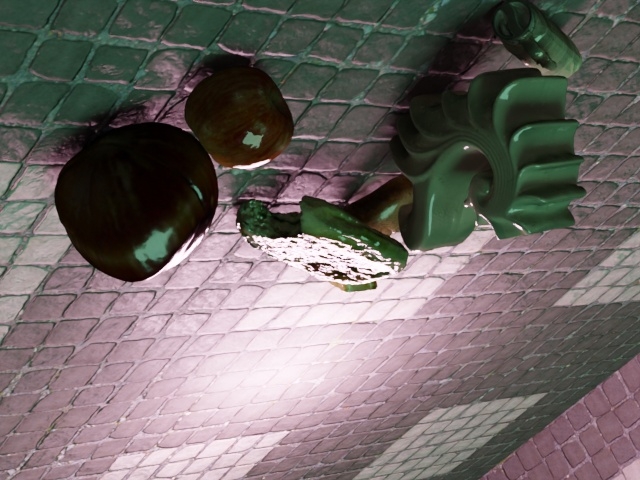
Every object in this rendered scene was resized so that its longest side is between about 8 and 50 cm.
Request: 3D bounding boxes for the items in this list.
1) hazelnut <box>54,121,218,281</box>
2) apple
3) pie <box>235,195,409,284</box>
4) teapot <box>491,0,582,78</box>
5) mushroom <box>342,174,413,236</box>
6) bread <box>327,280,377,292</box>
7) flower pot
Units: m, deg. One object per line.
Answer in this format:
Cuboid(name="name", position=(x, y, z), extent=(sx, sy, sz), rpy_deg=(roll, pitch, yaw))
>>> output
Cuboid(name="hazelnut", position=(-0.252, -0.064, 1.800), extent=(0.229, 0.229, 0.229), rpy_deg=(-21, 154, -11))
Cuboid(name="apple", position=(-0.114, -0.169, 1.782), extent=(0.131, 0.146, 0.146), rpy_deg=(-25, 155, 11))
Cuboid(name="pie", position=(0.005, 0.003, 2.143), extent=(0.303, 0.067, 0.302), rpy_deg=(10, 163, 3))
Cuboid(name="teapot", position=(0.340, -0.298, 1.992), extent=(0.077, 0.107, 0.200), rpy_deg=(-35, 152, 21))
Cuboid(name="mushroom", position=(0.095, -0.045, 2.279), extent=(0.210, 0.072, 0.094), rpy_deg=(-32, 145, 13))
Cuboid(name="bread", position=(0.060, 0.042, 2.473), extent=(0.084, 0.080, 0.109), rpy_deg=(-11, 115, -29))
Cuboid(name="flower pot", position=(0.242, -0.122, 2.012), extent=(0.165, 0.254, 0.367), rpy_deg=(-10, -179, -34))
